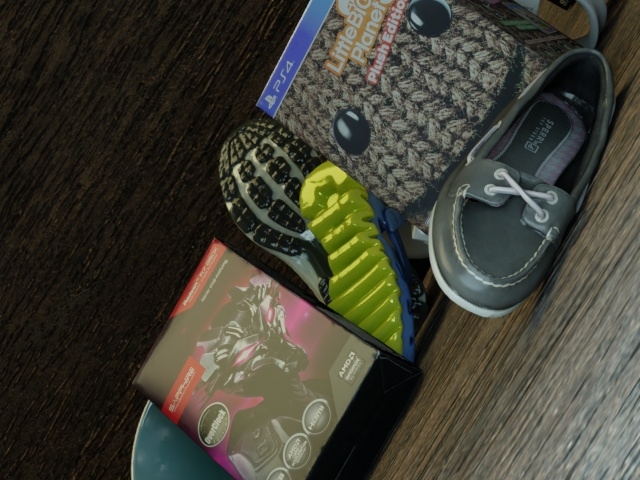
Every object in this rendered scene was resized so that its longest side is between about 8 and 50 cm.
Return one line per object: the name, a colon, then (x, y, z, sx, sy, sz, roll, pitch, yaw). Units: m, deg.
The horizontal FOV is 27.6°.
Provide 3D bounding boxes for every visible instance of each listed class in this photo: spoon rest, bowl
spoon rest: (0.301, -0.232, 1.651, 0.137, 0.084, 0.276, -59, -14, -31)
bowl: (-0.092, 0.288, 1.764, 0.311, 0.163, 0.311, -21, 53, 31)

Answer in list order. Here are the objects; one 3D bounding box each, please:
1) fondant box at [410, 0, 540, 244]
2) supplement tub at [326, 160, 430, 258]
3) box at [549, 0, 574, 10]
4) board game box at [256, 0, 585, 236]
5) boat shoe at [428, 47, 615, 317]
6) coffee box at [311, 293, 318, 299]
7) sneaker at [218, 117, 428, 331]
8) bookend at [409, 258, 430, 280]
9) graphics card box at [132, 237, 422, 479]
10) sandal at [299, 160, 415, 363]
fondant box: (0.190, -0.162, 1.642, 0.238, 0.096, 0.330, -60, -17, -83)
supplement tub: (0.159, -0.154, 2.005, 0.316, 0.228, 0.228, -60, 0, -31)
box: (0.453, -0.501, 2.130, 0.175, 0.051, 0.220, -61, 0, -20)
board game box: (0.119, -0.168, 1.419, 0.141, 0.291, 0.232, -18, -38, -59)
boat shoe: (0.181, -0.066, 1.135, 0.335, 0.112, 0.095, -56, -8, -49)
coffee box: (0.012, 0.184, 2.435, 0.141, 0.098, 0.246, -24, -23, -35)
sneaker: (0.000, 0.000, 1.904, 0.158, 0.410, 0.182, -38, -14, 0)
bookend: (0.113, 0.085, 2.170, 0.156, 0.072, 0.157, -60, -1, -33)
graphics card box: (-0.066, 0.171, 1.618, 0.371, 0.094, 0.233, 33, 93, 46)
sandal: (0.075, 0.044, 1.693, 0.126, 0.138, 0.317, -29, 57, 34)
